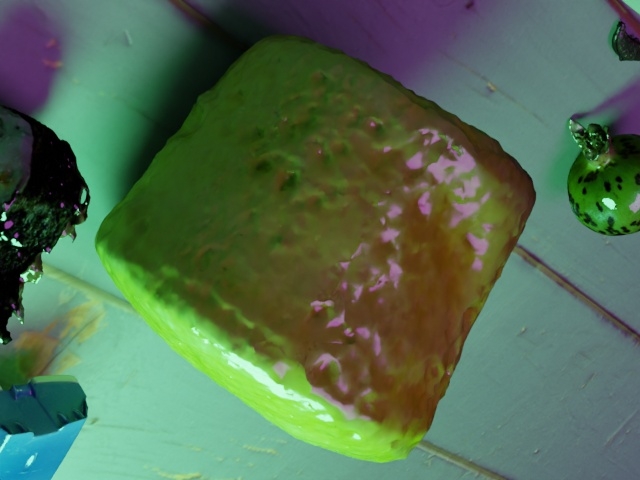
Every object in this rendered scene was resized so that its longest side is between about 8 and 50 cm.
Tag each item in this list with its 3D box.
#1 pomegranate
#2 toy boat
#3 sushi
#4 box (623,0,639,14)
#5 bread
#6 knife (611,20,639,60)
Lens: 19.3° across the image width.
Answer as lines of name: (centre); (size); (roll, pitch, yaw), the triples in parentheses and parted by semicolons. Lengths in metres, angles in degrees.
pomegranate: (0.328, -0.076, 2.125); (0.122, 0.122, 0.161); (-41, 124, -5)
toy boat: (-0.329, 0.235, 1.787); (0.129, 0.088, 0.295); (-10, 145, -42)
sushi: (-0.274, 0.000, 1.513); (0.212, 0.147, 0.115); (-52, 143, -2)
box: (0.405, -0.363, 1.874); (0.274, 0.116, 0.203); (-41, 147, -5)
bread: (0.000, 0.000, 1.646); (0.307, 0.348, 0.348); (-57, 147, 3)
knife: (0.388, -0.213, 2.114); (0.222, 0.021, 0.045); (2, 123, -48)
